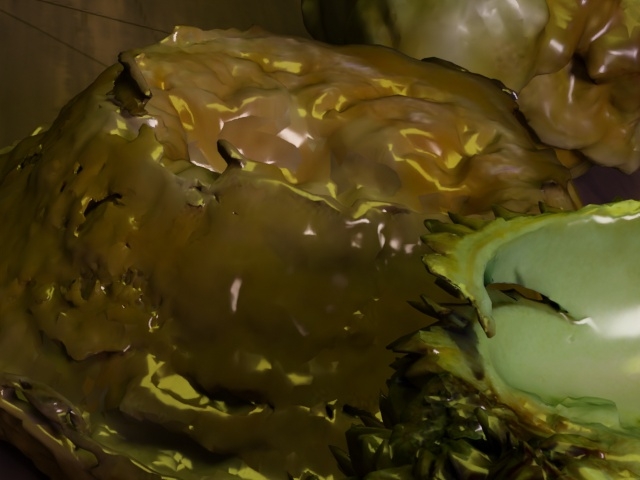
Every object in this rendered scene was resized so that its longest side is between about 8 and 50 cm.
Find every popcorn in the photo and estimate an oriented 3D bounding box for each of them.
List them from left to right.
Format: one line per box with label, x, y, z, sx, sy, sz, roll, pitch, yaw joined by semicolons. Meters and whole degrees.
popcorn;0.112;-0.130;0.868;0.225;0.174;0.286;16;24;-15

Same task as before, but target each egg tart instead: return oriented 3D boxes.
egg tart;0.000;0.000;0.587;0.315;0.120;0.315;12;26;-6

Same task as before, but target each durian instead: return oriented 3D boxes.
durian;0.100;0.098;0.369;0.200;0.176;0.237;8;29;-38
